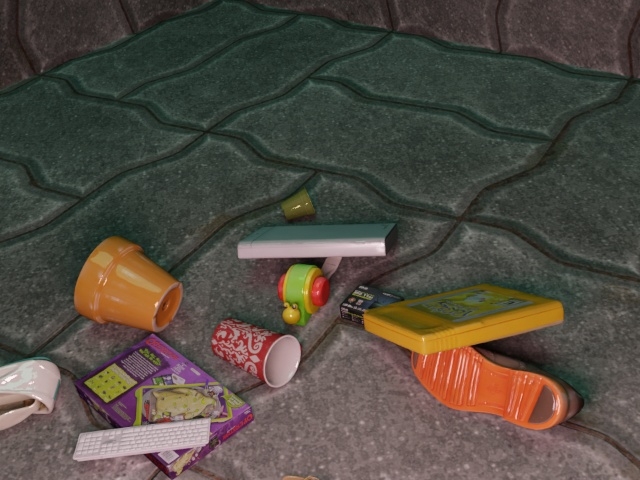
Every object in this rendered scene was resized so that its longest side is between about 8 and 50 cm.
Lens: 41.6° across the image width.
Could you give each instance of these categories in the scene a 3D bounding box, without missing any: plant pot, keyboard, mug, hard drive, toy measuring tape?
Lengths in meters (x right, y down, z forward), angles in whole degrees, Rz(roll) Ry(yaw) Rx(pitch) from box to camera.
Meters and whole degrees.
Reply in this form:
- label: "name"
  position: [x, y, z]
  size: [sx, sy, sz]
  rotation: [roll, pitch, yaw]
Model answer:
- label: "plant pot"
  position: [-0.429, 0.117, 1.943]
  size: [0.188, 0.205, 0.205]
  rotation: [23, 42, 14]
- label: "keyboard"
  position: [-0.338, 0.377, 1.602]
  size: [0.256, 0.014, 0.072]
  rotation: [-7, 34, 0]
- label: "plant pot"
  position: [-0.064, -0.092, 2.279]
  size: [0.079, 0.083, 0.083]
  rotation: [-23, 35, -2]
- label: "mug"
  position: [-0.133, 0.238, 1.795]
  size: [0.169, 0.150, 0.113]
  rotation: [16, 76, 37]
- label: "hard drive"
  position: [0.000, 0.000, 2.068]
  size: [0.353, 0.047, 0.233]
  rotation: [-1, 11, 13]
- label: "toy measuring tape"
  position: [-0.017, 0.076, 1.980]
  size: [0.121, 0.121, 0.330]
  rotation: [7, 36, 20]

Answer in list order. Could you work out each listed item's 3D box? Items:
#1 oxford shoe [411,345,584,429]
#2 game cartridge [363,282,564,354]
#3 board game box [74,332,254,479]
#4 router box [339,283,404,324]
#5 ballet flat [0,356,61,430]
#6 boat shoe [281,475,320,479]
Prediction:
- label: "oxford shoe"
  position: [0.336, 0.277, 1.644]
  size: [0.133, 0.129, 0.364]
  rotation: [7, 9, -45]
- label: "game cartridge"
  position: [0.280, 0.154, 1.727]
  size: [0.324, 0.052, 0.285]
  rotation: [-8, 8, -22]
- label: "board game box"
  position: [-0.325, 0.328, 1.724]
  size: [0.208, 0.056, 0.347]
  rotation: [-35, 43, -29]
- label: "router box"
  position: [0.117, 0.152, 1.908]
  size: [0.123, 0.038, 0.092]
  rotation: [15, 39, 30]
- label: "ballet flat"
  position: [-0.735, 0.343, 1.723]
  size: [0.401, 0.139, 0.139]
  rotation: [-12, 34, -9]
- label: "boat shoe"
  position: [-0.013, 0.442, 1.494]
  size: [0.135, 0.045, 0.050]
  rotation: [11, 38, 25]
